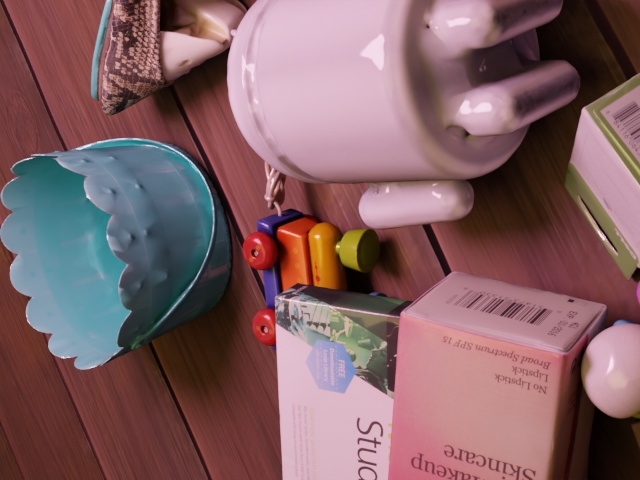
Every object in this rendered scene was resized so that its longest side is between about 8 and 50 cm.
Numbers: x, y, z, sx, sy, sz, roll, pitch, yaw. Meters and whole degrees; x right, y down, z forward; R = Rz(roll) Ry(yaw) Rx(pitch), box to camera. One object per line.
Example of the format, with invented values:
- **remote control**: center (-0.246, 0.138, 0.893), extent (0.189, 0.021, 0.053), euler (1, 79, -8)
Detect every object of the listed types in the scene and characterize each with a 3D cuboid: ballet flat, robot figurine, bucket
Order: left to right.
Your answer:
- **bucket**: center (-0.255, 0.006, 1.421), extent (0.281, 0.183, 0.281), euler (19, 117, 42)
- **ballet flat**: center (-0.156, -0.307, 1.215), extent (0.182, 0.164, 0.483), euler (16, 135, 4)
- **robot figurine**: center (0.054, -0.151, 1.017), extent (0.353, 0.200, 0.300), euler (2, 109, 47)

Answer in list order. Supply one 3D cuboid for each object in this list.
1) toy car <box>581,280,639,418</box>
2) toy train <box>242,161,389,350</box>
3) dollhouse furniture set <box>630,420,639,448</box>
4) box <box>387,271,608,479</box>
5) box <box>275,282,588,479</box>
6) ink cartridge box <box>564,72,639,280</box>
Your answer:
- **toy car**: center (0.300, 0.071, 0.893), extent (0.182, 0.159, 0.136), euler (-49, 33, 45)
- **toy train**: center (0.000, 0.000, 1.213), extent (0.143, 0.105, 0.248), euler (4, 106, 36)
- **dollhouse furniture set**: center (0.300, 0.221, 0.921), extent (0.144, 0.151, 0.123), euler (-22, 87, 46)
- **box**: center (0.150, 0.164, 0.984), extent (0.149, 0.127, 0.232), euler (12, 111, 26)
- **box**: center (0.106, 0.178, 1.122), extent (0.322, 0.058, 0.232), euler (6, 109, 27)
- **ink cartridge box**: center (0.257, -0.046, 0.906), extent (0.109, 0.062, 0.209), euler (58, 179, 15)
